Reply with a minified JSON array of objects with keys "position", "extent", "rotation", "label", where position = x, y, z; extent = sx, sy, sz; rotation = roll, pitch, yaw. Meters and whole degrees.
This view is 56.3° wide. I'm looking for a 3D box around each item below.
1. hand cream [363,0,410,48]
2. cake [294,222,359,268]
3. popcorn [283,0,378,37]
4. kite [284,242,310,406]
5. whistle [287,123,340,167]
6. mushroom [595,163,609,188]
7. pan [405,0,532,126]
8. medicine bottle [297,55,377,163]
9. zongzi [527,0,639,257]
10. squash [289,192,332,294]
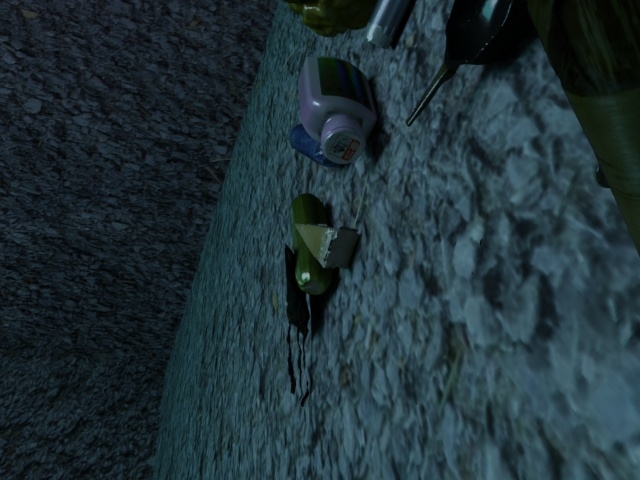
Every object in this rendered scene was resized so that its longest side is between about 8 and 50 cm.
[{"position":[0.135,-0.411,0.877],"extent":[0.079,0.048,0.255],"rotation":[-105,37,-55],"label":"hand cream"},{"position":[0.000,0.000,0.903],"extent":[0.121,0.052,0.065],"rotation":[20,102,56],"label":"cake"},{"position":[0.025,-0.469,0.968],"extent":[0.250,0.234,0.241],"rotation":[-57,-11,10],"label":"popcorn"},{"position":[-0.035,0.129,0.930],"extent":[0.141,0.015,0.245],"rotation":[61,-157,-55],"label":"kite"},{"position":[-0.007,-0.178,1.120],"extent":[0.304,0.062,0.062],"rotation":[-133,59,-71],"label":"whistle"},{"position":[0.204,-0.128,0.388],"extent":[0.060,0.061,0.187],"rotation":[-172,92,-78],"label":"mushroom"},{"position":[0.160,-0.216,0.617],"extent":[0.202,0.048,0.129],"rotation":[132,149,-55],"label":"pan"},{"position":[0.027,-0.204,0.930],"extent":[0.219,0.115,0.078],"rotation":[-95,26,-48],"label":"medicine bottle"},{"position":[0.236,-0.156,0.266],"extent":[0.289,0.318,0.154],"rotation":[-22,10,36],"label":"zongzi"},{"position":[-0.016,0.000,0.986],"extent":[0.229,0.066,0.066],"rotation":[-96,26,-50],"label":"squash"}]
